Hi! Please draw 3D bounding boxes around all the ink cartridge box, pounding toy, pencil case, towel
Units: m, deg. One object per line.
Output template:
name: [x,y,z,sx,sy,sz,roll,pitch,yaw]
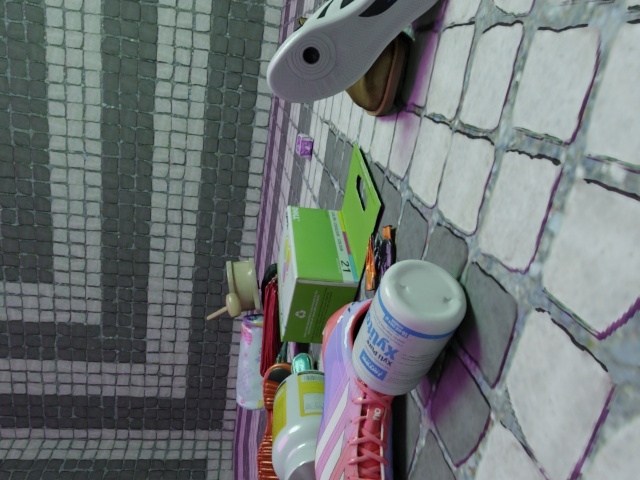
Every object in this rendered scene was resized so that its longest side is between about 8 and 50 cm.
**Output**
ink cartridge box: [0.000,0.000,0.745,0.189,0.097,0.255,-100,18,-53]
pounding toy: [-0.248,0.137,1.389,0.269,0.155,0.154,132,130,-80]
pencil case: [-0.174,0.345,1.429,0.113,0.124,0.273,0,-82,-57]
towel: [-0.085,0.158,1.100,0.275,0.031,0.199,-56,-27,-76]

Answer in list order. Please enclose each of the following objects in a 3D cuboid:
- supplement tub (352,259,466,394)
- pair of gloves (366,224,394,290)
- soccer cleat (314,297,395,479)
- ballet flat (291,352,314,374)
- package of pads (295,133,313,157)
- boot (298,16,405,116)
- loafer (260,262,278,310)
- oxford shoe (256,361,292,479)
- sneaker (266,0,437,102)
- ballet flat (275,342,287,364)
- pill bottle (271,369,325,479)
supplement tub: [0.072,0.075,0.418,0.071,0.071,0.107,-97,16,-46]
pair of gloves: [0.071,0.022,0.596,0.083,0.010,0.074,148,125,-73]
soccer cleat: [0.044,0.180,0.505,0.095,0.083,0.248,133,142,-53]
ballet flat: [-0.023,0.282,0.887,0.052,0.057,0.168,67,-164,-44]
package of pads: [-0.040,-0.233,1.212,0.083,0.032,0.050,-119,34,-70]
boot: [0.029,-0.244,0.666,0.305,0.115,0.112,-110,32,-60]
loafer: [-0.141,0.131,1.444,0.223,0.076,0.078,103,159,-51]
oxford shoe: [-0.061,0.376,0.969,0.098,0.097,0.271,35,-122,-74]
sneaker: [0.036,-0.244,0.548,0.217,0.079,0.121,-31,34,22]
ballet flat: [-0.123,0.293,1.306,0.070,0.070,0.188,114,156,-59]
pill bottle: [-0.010,0.249,0.627,0.184,0.103,0.103,-108,25,-76]
